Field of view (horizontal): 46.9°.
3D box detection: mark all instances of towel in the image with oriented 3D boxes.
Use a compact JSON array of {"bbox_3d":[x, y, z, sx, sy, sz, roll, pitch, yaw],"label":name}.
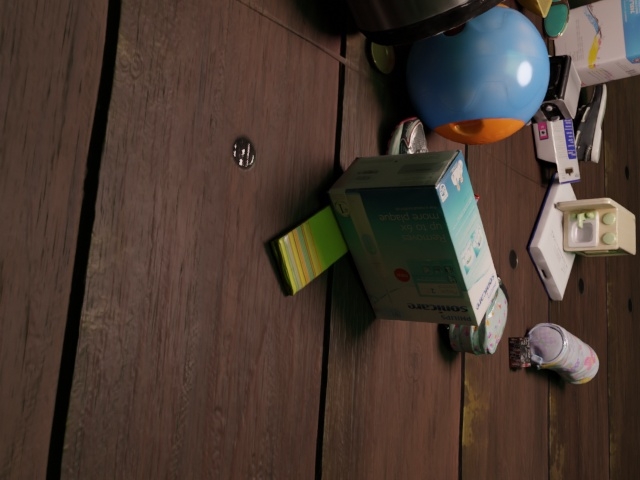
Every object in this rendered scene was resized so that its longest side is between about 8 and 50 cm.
[{"bbox_3d":[0.000,0.000,1.287,0.237,0.021,0.102,-36,119,-48],"label":"towel"}]

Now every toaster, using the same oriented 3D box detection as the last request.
[{"bbox_3d":[0.585,-0.398,1.952,0.110,0.168,0.186,44,55,-43],"label":"toaster"}]

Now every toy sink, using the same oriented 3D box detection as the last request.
[{"bbox_3d":[0.781,-0.027,2.094,0.234,0.152,0.131,17,73,-50],"label":"toy sink"}]

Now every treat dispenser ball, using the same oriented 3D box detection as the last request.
[{"bbox_3d":[0.319,-0.341,1.510,0.288,0.288,0.288,9,79,-51],"label":"treat dispenser ball"}]

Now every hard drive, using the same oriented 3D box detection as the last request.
[{"bbox_3d":[0.683,-0.015,2.124,0.210,0.040,0.319,57,46,-30],"label":"hard drive"}]

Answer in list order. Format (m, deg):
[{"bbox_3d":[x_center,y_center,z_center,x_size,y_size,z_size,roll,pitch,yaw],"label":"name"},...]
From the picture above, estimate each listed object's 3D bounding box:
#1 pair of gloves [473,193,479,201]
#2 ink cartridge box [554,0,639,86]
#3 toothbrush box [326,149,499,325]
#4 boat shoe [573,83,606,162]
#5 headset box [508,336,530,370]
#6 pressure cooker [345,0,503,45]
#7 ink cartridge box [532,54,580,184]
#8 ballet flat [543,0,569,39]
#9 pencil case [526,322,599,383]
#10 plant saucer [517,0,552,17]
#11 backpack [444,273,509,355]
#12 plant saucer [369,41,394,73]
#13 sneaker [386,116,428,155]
[{"bbox_3d":[0.215,-0.029,1.439,0.023,0.198,0.159,-34,133,-70],"label":"pair of gloves"},{"bbox_3d":[0.879,-0.609,2.261,0.198,0.270,0.197,6,79,-51],"label":"ink cartridge box"},{"bbox_3d":[0.171,0.000,1.323,0.126,0.216,0.295,-52,131,-41],"label":"toothbrush box"},{"bbox_3d":[0.847,-0.378,2.334,0.114,0.091,0.302,69,35,-50],"label":"boat shoe"},{"bbox_3d":[0.506,0.287,1.871,0.062,0.032,0.083,7,81,-50],"label":"headset box"},{"bbox_3d":[0.151,-0.598,1.278,0.420,0.375,0.370,60,6,-27],"label":"pressure cooker"},{"bbox_3d":[0.671,-0.345,2.129,0.175,0.069,0.371,-11,91,-52],"label":"ink cartridge box"},{"bbox_3d":[0.712,-0.704,2.230,0.079,0.077,0.221,20,68,-67],"label":"ballet flat"},{"bbox_3d":[0.654,0.310,1.991,0.273,0.113,0.124,27,74,-47],"label":"pencil case"},{"bbox_3d":[0.567,-0.834,2.050,0.333,0.081,0.333,53,48,-32],"label":"plant saucer"},{"bbox_3d":[0.346,0.164,1.622,0.182,0.115,0.152,-56,130,-35],"label":"backpack"},{"bbox_3d":[0.121,-0.376,1.485,0.083,0.015,0.083,9,78,-51],"label":"plant saucer"},{"bbox_3d":[0.218,-0.105,1.497,0.121,0.112,0.299,-25,105,-50],"label":"sneaker"}]
